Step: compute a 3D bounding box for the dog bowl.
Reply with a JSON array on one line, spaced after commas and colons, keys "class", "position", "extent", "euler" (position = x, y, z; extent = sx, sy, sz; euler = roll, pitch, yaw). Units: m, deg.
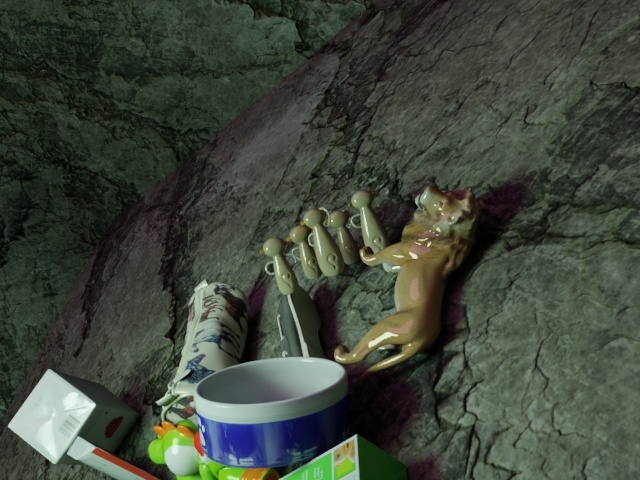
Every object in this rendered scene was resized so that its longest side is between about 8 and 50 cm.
[{"class": "dog bowl", "position": [-0.080, 0.287, 1.178], "extent": [0.265, 0.264, 0.104], "euler": [4, 101, 60]}]

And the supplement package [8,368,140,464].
[{"class": "supplement package", "position": [-0.654, 0.486, 1.854], "extent": [0.178, 0.175, 0.293], "euler": [-57, -17, -11]}]

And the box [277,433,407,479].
[{"class": "box", "position": [0.016, 0.464, 1.002], "extent": [0.231, 0.126, 0.262], "euler": [-36, 30, 25]}]

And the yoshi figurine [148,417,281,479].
[{"class": "yoshi figurine", "position": [-0.184, 0.444, 1.367], "extent": [0.362, 0.203, 0.203], "euler": [-6, 90, 39]}]

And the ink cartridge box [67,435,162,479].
[{"class": "ink cartridge box", "position": [-0.487, 0.549, 1.644], "extent": [0.232, 0.189, 0.066], "euler": [-1, 56, 58]}]

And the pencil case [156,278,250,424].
[{"class": "pencil case", "position": [-0.269, 0.277, 1.651], "extent": [0.159, 0.184, 0.410], "euler": [-23, 33, 17]}]

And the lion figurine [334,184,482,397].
[{"class": "lion figurine", "position": [0.175, 0.093, 1.255], "extent": [0.240, 0.142, 0.393], "euler": [-12, 59, 43]}]

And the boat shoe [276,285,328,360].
[{"class": "boat shoe", "position": [-0.054, 0.211, 1.467], "extent": [0.095, 0.112, 0.335], "euler": [-39, 31, 14]}]

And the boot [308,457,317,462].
[{"class": "boot", "position": [0.017, 0.403, 1.177], "extent": [0.118, 0.042, 0.087], "euler": [-54, 28, -4]}]

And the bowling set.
[{"class": "bowling set", "position": [0.000, 0.000, 1.548], "extent": [0.286, 0.154, 0.200], "euler": [-21, 5, -8]}]
